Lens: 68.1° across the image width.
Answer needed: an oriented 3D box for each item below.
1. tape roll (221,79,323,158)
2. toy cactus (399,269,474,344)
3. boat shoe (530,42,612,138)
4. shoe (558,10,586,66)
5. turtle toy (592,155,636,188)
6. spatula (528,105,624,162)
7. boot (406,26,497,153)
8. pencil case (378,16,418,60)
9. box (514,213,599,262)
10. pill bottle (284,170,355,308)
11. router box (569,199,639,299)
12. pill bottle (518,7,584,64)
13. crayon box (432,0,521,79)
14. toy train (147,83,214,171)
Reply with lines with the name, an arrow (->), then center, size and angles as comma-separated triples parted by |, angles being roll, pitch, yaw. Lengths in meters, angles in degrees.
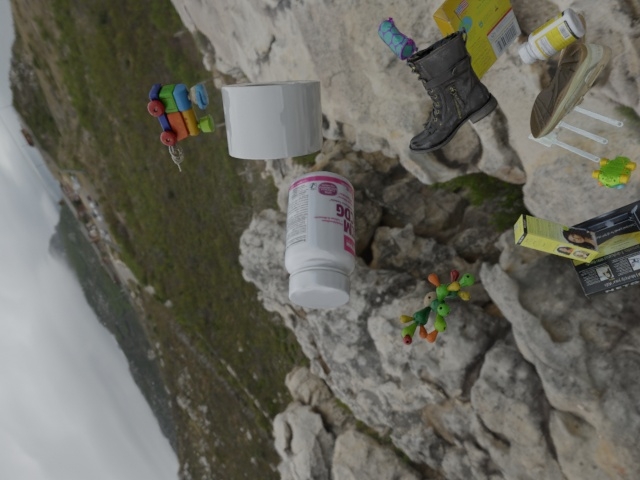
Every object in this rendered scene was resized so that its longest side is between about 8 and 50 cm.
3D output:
tape roll -> -0.120, -0.310, 1.197 | 0.246, 0.246, 0.169 | 25, 123, 50
toy cactus -> 0.269, 0.151, 1.140 | 0.112, 0.219, 0.180 | 36, -175, 3
boat shoe -> 0.668, -0.393, 1.284 | 0.302, 0.098, 0.109 | 96, 171, -57
shoe -> 0.784, -0.594, 1.461 | 0.076, 0.058, 0.219 | 16, 139, 32
turtle toy -> 0.848, -0.196, 1.357 | 0.095, 0.130, 0.066 | 23, 156, 44
spatula -> 0.816, -0.361, 1.517 | 0.242, 0.019, 0.168 | 39, 106, 38
boot -> 0.280, -0.359, 1.157 | 0.229, 0.262, 0.091 | 42, -151, -30
pencil case -> 0.241, -0.635, 1.494 | 0.152, 0.064, 0.070 | 60, 142, 33
box -> 0.722, -0.007, 1.457 | 0.232, 0.087, 0.058 | 13, 139, 2
pill bottle -> 0.000, 0.000, 1.083 | 0.160, 0.160, 0.283 | 115, 159, -61
router box -> 0.985, 0.026, 1.551 | 0.308, 0.081, 0.243 | -26, 59, 29
pill bottle -> 0.477, -0.420, 0.988 | 0.116, 0.065, 0.065 | -27, 94, 47
crayon box -> 0.467, -0.667, 1.422 | 0.318, 0.202, 0.081 | 35, -171, -48
toy train -> -0.348, -0.300, 1.271 | 0.105, 0.143, 0.248 | -91, -7, -46
